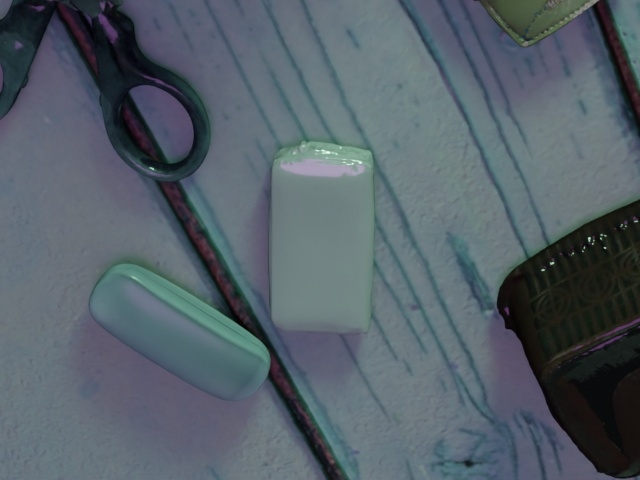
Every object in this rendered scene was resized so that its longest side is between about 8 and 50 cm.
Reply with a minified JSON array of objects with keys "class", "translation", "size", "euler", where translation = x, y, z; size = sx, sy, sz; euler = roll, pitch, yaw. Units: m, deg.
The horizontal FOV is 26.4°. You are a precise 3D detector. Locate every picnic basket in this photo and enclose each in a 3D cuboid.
[{"class":"picnic basket","translation":[0.309,0.075,1.150],"size":[0.296,0.129,0.222],"euler":[-27,113,18]}]

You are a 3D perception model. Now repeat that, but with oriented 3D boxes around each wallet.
[{"class":"wallet","translation":[0.148,-0.229,1.032],"size":[0.110,0.039,0.155],"euler":[-37,111,22]},{"class":"wallet","translation":[0.000,0.000,1.188],"size":[0.095,0.033,0.190],"euler":[1,122,3]}]

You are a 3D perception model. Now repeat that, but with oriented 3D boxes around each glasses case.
[{"class":"glasses case","translation":[-0.127,0.085,1.242],"size":[0.178,0.045,0.067],"euler":[33,118,-15]}]

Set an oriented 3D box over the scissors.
[{"class":"scissors","translation":[-0.191,-0.229,1.068],"size":[0.256,0.029,0.384],"euler":[12,123,-1]}]
